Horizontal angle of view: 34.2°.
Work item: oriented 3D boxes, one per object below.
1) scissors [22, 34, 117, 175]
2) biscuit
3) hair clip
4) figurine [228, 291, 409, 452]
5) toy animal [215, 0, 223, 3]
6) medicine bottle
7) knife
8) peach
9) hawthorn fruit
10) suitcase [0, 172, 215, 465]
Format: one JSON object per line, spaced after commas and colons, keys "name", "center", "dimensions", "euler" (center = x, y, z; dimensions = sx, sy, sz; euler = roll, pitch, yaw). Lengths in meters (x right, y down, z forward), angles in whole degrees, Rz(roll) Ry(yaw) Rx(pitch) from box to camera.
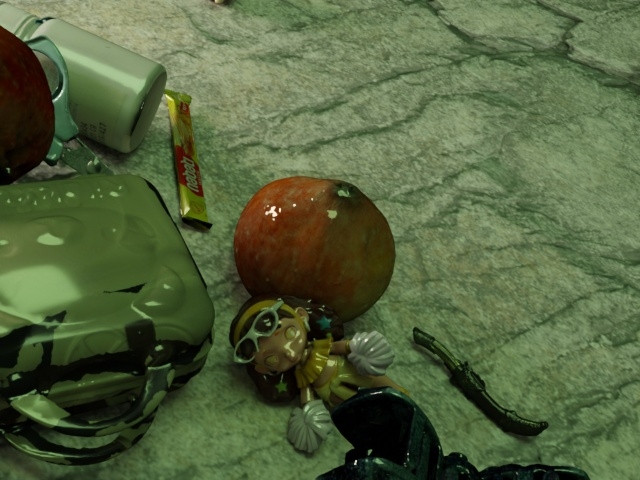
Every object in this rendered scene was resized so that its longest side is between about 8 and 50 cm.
{"name": "scissors", "center": [-0.334, -0.118, 1.417], "dimensions": [0.360, 0.191, 0.029], "euler": [41, 3, -1]}
{"name": "biscuit", "center": [-0.200, -0.125, 1.544], "dimensions": [0.048, 0.026, 0.291], "euler": [21, 38, -34]}
{"name": "hair clip", "center": [0.132, 0.297, 1.136], "dimensions": [0.310, 0.206, 0.194], "euler": [25, 47, -7]}
{"name": "figurine", "center": [-0.001, 0.153, 1.273], "dimensions": [0.240, 0.174, 0.116], "euler": [34, 12, -6]}
{"name": "toy animal", "center": [-0.181, -0.476, 1.883], "dimensions": [0.091, 0.082, 0.114], "euler": [-1, 46, 38]}
{"name": "medicine bottle", "center": [-0.363, -0.237, 1.494], "dimensions": [0.258, 0.143, 0.143], "euler": [24, 42, -2]}
{"name": "knife", "center": [0.205, 0.196, 1.403], "dimensions": [0.222, 0.045, 0.021], "euler": [37, 6, 19]}
{"name": "peach", "center": [0.000, 0.000, 1.360], "dimensions": [0.233, 0.232, 0.232], "euler": [13, 43, -13]}
{"name": "hawthorn fruit", "center": [-0.498, -0.184, 1.271], "dimensions": [0.330, 0.287, 0.287], "euler": [41, 44, 11]}
{"name": "suitcase", "center": [-0.291, 0.083, 1.164], "dimensions": [0.352, 0.194, 0.339], "euler": [-9, 54, -32]}
